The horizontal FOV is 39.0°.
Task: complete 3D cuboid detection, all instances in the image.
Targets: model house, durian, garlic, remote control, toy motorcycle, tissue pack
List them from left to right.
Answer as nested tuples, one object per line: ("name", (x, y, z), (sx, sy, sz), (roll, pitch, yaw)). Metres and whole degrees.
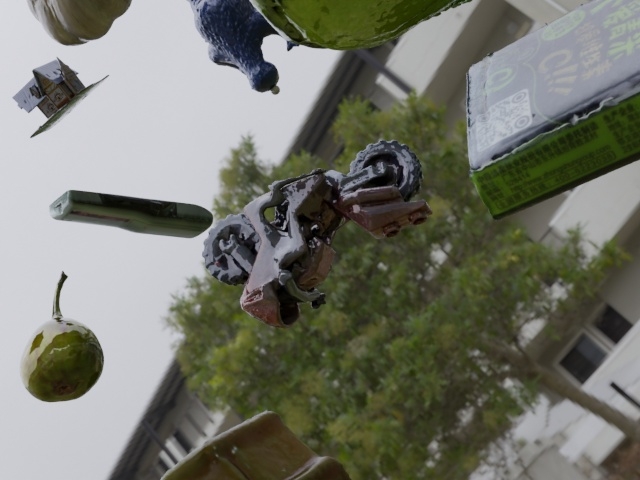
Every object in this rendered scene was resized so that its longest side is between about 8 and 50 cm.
("model house", (-0.493, -0.279, 1.676), (0.167, 0.088, 0.117), (-34, 11, 27))
("garlic", (-0.428, -0.461, 1.589), (0.228, 0.228, 0.152), (-52, -33, 12))
("remote control", (-0.200, -0.026, 0.968), (0.166, 0.029, 0.065), (6, -18, -35))
("model house", (-0.058, 0.362, 1.172), (0.268, 0.239, 0.173), (-22, -40, -49))
("toy motorcycle", (0.000, 0.000, 0.783), (0.212, 0.118, 0.084), (-26, -27, 12))
("durian", (0.016, -0.185, 0.547), (0.139, 0.101, 0.250), (-35, -20, 23))
("tissue pack", (0.231, -0.131, 0.735), (0.235, 0.173, 0.073), (-26, -57, 27))

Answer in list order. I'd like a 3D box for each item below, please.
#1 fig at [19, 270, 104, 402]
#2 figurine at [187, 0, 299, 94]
("fig", (-0.279, 0.112, 1.019), (0.166, 0.093, 0.093), (-85, 21, -59))
("figurine", (-0.153, -0.379, 1.641), (0.164, 0.262, 0.120), (-49, -16, 27))
